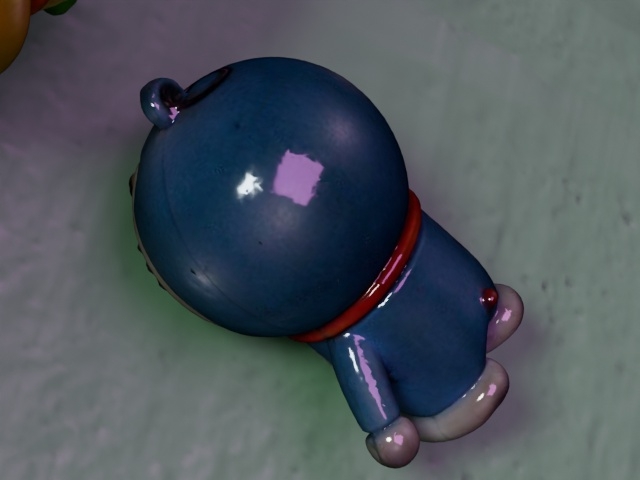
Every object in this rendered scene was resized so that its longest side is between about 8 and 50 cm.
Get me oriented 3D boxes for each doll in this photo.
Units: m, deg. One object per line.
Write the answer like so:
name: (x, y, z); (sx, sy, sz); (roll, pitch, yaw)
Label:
doll: (0.000, 0.000, 0.458); (0.152, 0.085, 0.114); (40, 43, -26)

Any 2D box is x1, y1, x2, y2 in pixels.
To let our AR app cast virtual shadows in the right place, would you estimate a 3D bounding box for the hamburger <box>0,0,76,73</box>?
hamburger: (-0.117, -0.115, 0.383); (0.162, 0.162, 0.115); (42, 60, -12)
